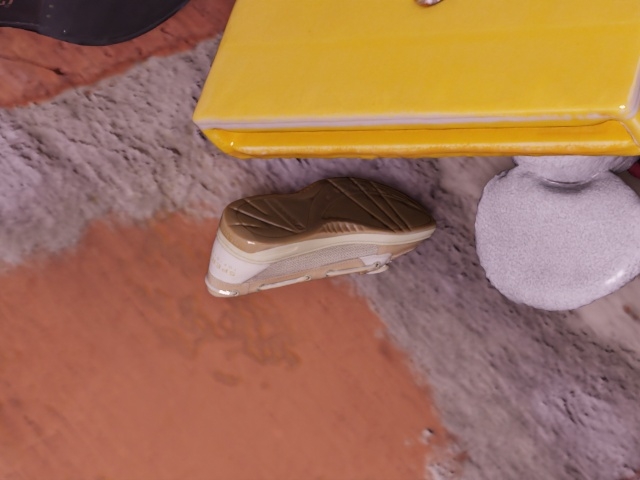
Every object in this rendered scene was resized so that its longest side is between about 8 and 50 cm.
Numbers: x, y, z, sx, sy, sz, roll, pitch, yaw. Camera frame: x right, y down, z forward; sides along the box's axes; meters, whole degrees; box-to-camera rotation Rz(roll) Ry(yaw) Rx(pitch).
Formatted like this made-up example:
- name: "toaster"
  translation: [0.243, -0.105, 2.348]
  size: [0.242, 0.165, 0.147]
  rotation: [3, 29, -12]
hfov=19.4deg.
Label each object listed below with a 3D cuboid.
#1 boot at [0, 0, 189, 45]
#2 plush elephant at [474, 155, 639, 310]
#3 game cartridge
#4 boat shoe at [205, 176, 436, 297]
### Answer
- name: "boot"
  translation: [-0.207, -0.221, 1.103]
  size: [0.263, 0.091, 0.229]
  rotation: [-12, 59, -34]
- name: "plush elephant"
  translation: [0.217, -0.081, 1.128]
  size: [0.255, 0.272, 0.330]
  rotation: [9, -1, 27]
- name: "game cartridge"
  translation: [0.096, -0.194, 1.068]
  size: [0.053, 0.285, 0.324]
  rotation: [45, 56, -44]
- name: "boat shoe"
  translation: [0.001, 0.001, 1.059]
  size: [0.153, 0.048, 0.056]
  rotation: [-12, 45, -44]
